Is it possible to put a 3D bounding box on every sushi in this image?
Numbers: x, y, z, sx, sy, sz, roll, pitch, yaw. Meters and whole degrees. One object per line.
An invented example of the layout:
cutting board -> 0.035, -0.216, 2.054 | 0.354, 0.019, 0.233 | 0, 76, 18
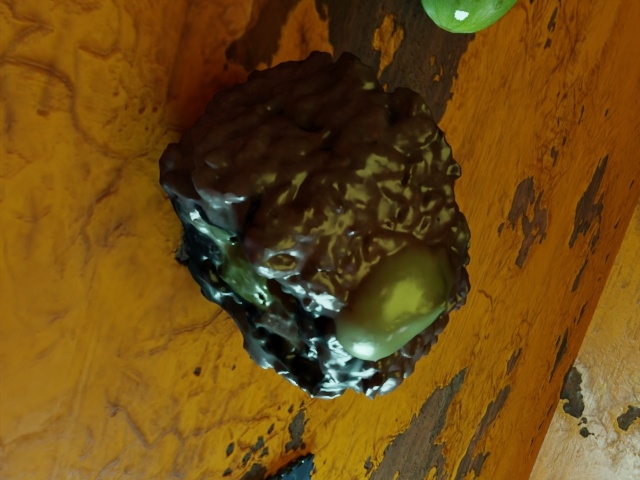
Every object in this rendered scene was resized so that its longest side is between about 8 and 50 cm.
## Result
sushi -> 0.000, 0.000, 0.473 | 0.171, 0.237, 0.270 | -40, 143, -22

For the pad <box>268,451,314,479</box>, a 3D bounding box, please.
pad -> -0.112, 0.419, 0.758 | 0.269, 0.012, 0.269 | -14, 120, -51

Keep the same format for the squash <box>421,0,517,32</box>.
squash -> 0.197, -0.384, 0.586 | 0.118, 0.118, 0.370 | -7, 122, -53
